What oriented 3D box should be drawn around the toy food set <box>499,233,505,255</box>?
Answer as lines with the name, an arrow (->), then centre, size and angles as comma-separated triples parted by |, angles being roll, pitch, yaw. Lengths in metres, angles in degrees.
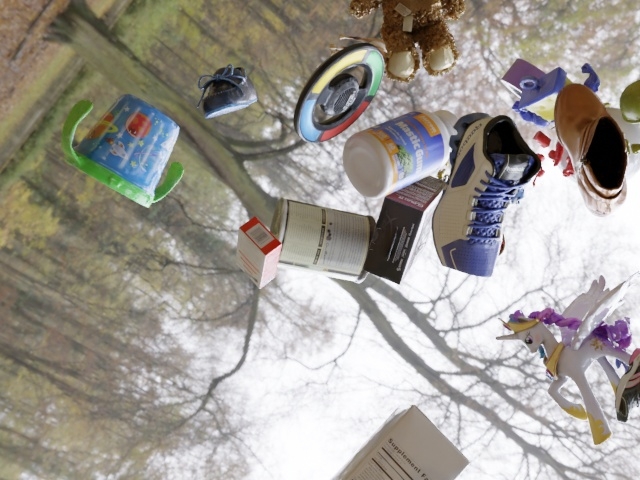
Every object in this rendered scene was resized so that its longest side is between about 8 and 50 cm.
toy food set -> 0.394, -0.001, 1.360 | 0.083, 0.020, 0.083 | 64, -27, 28

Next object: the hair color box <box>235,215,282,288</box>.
hair color box -> -0.143, 0.030, 1.346 | 0.053, 0.093, 0.167 | -37, 163, -28

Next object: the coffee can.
coffee can -> 0.000, 0.000, 1.701 | 0.201, 0.275, 0.202 | -169, -90, -77

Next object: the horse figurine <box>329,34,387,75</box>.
horse figurine -> 0.123, -0.504, 1.580 | 0.263, 0.174, 0.066 | -68, 168, -63

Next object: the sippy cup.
sippy cup -> -0.478, -0.235, 1.485 | 0.224, 0.240, 0.305 | -59, 180, -5

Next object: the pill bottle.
pill bottle -> 0.196, -0.208, 1.340 | 0.272, 0.152, 0.152 | -27, -169, -30

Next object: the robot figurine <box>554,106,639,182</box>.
robot figurine -> 0.708, -0.231, 1.503 | 0.199, 0.300, 0.353 | -22, 179, 20

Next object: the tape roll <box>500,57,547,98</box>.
tape roll -> 0.648, -0.465, 1.794 | 0.080, 0.189, 0.189 | -54, -157, 16

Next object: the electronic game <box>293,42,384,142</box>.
electronic game -> 0.039, -0.287, 1.168 | 0.229, 0.229, 0.048 | -48, -111, 10

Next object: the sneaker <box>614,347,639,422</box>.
sneaker -> 0.678, 0.307, 1.244 | 0.077, 0.072, 0.178 | 17, -120, 39

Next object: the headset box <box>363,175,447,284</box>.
headset box -> 0.223, -0.035, 1.550 | 0.293, 0.110, 0.218 | -40, 149, -58

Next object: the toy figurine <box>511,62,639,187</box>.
toy figurine -> 0.517, -0.275, 1.245 | 0.191, 0.217, 0.362 | -63, -164, -17

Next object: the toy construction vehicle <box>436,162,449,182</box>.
toy construction vehicle -> 0.386, -0.198, 1.918 | 0.086, 0.035, 0.098 | -43, 149, -45

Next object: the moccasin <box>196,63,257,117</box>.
moccasin -> -0.257, -0.399, 1.564 | 0.137, 0.117, 0.342 | -15, -162, 5

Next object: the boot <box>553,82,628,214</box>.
boot -> 0.486, -0.186, 1.066 | 0.109, 0.220, 0.284 | -7, -101, 22

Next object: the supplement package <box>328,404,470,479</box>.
supplement package -> 0.156, 0.533, 1.323 | 0.293, 0.175, 0.177 | -43, 171, -14

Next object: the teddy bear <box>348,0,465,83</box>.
teddy bear -> 0.195, -0.510, 1.295 | 0.245, 0.338, 0.113 | -27, 176, 7

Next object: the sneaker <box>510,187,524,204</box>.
sneaker -> 0.703, -0.183, 2.097 | 0.144, 0.059, 0.053 | 99, 15, -49

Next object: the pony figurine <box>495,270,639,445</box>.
pony figurine -> 0.667, 0.258, 1.468 | 0.351, 0.363, 0.303 | -36, 166, -2

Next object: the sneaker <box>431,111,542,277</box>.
sneaker -> 0.298, -0.089, 1.071 | 0.182, 0.127, 0.316 | -165, -99, -80
